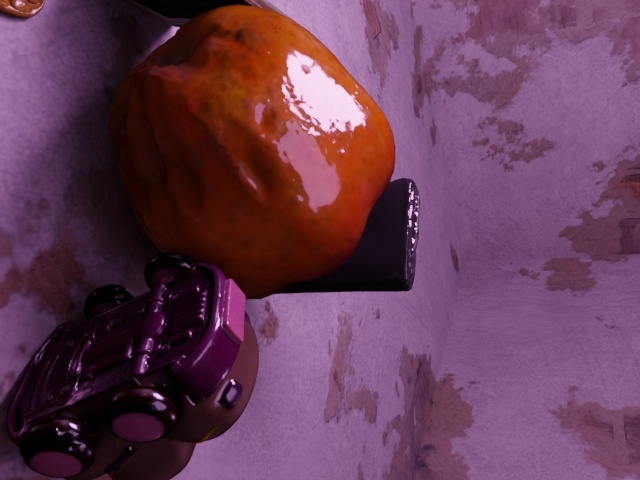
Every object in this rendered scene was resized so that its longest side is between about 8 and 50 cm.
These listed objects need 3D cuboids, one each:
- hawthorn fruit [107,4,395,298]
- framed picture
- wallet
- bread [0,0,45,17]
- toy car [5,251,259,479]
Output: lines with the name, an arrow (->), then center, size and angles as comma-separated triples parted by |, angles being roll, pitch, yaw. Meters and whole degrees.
hawthorn fruit -> -0.126, -0.137, 0.868 | 0.471, 0.471, 0.473 | 14, 75, -61
framed picture -> -0.214, -0.391, 0.848 | 0.231, 0.293, 0.018 | 1, 101, -62
wallet -> 0.000, 0.000, 1.073 | 0.062, 0.405, 0.229 | 33, 58, -54
bread -> -0.428, -0.362, 0.710 | 0.110, 0.024, 0.110 | 12, 76, -63
toy car -> -0.221, 0.199, 0.706 | 0.240, 0.340, 0.271 | 57, 17, -34
